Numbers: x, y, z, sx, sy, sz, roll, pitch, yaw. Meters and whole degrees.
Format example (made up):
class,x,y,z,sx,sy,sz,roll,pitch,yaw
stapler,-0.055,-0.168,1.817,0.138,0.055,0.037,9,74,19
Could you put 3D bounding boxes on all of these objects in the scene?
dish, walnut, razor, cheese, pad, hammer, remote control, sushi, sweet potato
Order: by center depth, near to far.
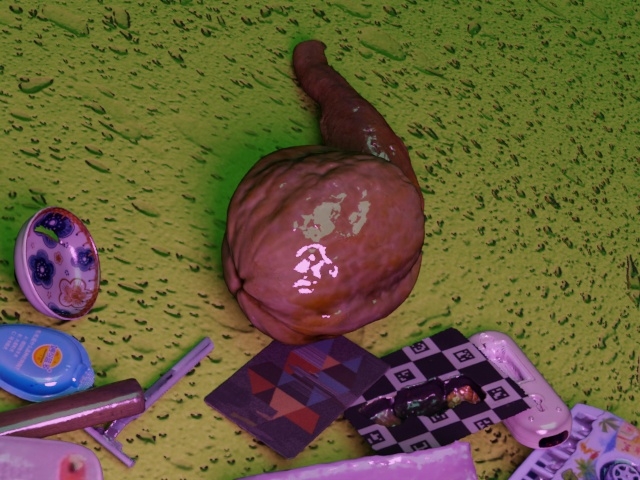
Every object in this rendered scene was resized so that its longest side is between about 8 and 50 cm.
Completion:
class,x,y,z,sx,sy,sz,roll,pitch,yaw
hammer,-0.403,0.214,1.401,0.439,0.044,0.168,-12,46,-26
cheese,-0.384,0.125,1.522,0.256,0.037,0.106,19,45,3
razor,-0.194,0.178,1.553,0.084,0.036,0.211,38,49,9
dish,-0.344,0.034,1.591,0.141,0.078,0.141,32,52,-54
pad,-0.026,0.178,1.621,0.143,0.003,0.211,30,46,23
sushi,0.132,0.211,1.631,0.215,0.051,0.192,-20,36,-22
walnut,0.000,0.000,1.652,0.282,0.227,0.283,11,59,-19
remote control,0.250,0.186,1.670,0.078,0.042,0.221,-15,34,-14
sweet potato,0.045,-0.165,1.899,0.109,0.109,0.385,-12,56,-30

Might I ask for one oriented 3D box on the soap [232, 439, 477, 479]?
class,x,y,z,sx,sy,sz,roll,pitch,yaw
soap,0.052,0.378,1.384,0.285,0.107,0.296,-6,53,-3

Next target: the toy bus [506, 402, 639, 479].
class,x,y,z,sx,sy,sz,roll,pitch,yaw
toy bus,0.282,0.335,1.568,0.136,0.109,0.329,34,46,21

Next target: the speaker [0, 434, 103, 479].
class,x,y,z,sx,sy,sz,roll,pitch,yaw
speaker,-0.294,0.394,1.226,0.183,0.184,0.406,7,49,-15
